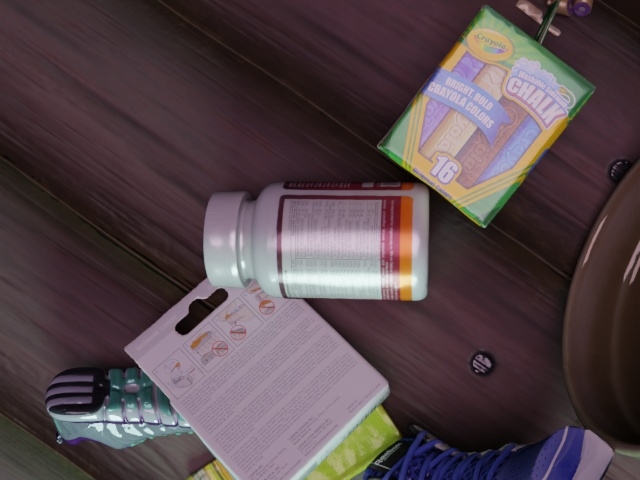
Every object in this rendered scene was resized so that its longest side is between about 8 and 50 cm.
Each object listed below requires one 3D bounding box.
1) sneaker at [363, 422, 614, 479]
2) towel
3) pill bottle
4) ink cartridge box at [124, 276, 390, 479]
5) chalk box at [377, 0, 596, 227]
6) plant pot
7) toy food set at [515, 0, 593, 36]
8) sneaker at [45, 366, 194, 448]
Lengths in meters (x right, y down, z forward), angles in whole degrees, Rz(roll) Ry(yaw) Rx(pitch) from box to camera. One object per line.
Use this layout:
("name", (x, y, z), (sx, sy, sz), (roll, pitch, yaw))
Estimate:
("sneaker", (0.133, 0.254, 0.878), (0.182, 0.315, 0.127), (36, 57, 13))
("towel", (-0.030, 0.246, 1.004), (0.237, 0.021, 0.102), (-35, 92, 8))
("pill bottle", (0.000, 0.000, 0.926), (0.221, 0.121, 0.121), (1, 96, 7))
("ink cartridge box", (-0.067, 0.141, 0.958), (0.181, 0.056, 0.225), (-41, 69, -17))
("chalk box", (0.173, -0.138, 0.888), (0.132, 0.132, 0.213), (39, 100, 2))
("plant pot", (0.425, 0.076, 0.817), (0.280, 0.323, 0.323), (21, 98, -14))
("toy food set", (0.259, -0.274, 0.921), (0.078, 0.019, 0.122), (38, 98, 2))
("sneaker", (-0.186, 0.188, 1.004), (0.224, 0.083, 0.098), (3, 135, -6))
